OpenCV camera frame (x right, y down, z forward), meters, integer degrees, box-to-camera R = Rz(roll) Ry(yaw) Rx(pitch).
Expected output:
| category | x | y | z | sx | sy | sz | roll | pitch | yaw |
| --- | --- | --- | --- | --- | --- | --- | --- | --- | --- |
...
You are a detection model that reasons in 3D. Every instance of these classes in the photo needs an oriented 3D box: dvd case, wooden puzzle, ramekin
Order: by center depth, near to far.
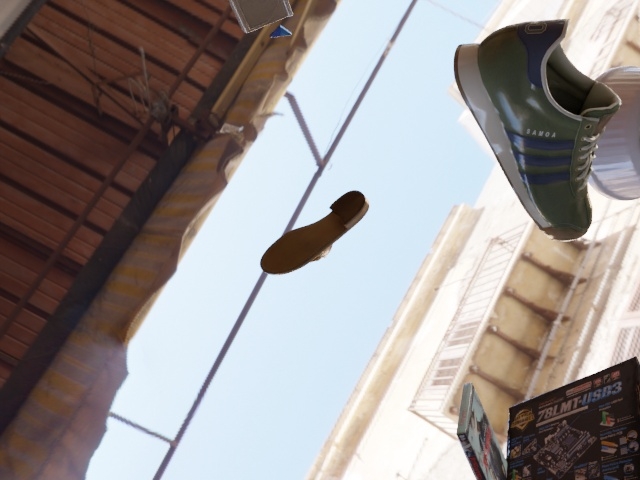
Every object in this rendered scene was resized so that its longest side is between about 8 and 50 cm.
| category | x | y | z | sx | sy | sz | roll | pitch | yaw |
| --- | --- | --- | --- | --- | --- | --- | --- | --- | --- |
| dvd case | 0.180 | 0.231 | 0.671 | 0.119 | 0.013 | 0.087 | 64 | -154 | -14 |
| wooden puzzle | -0.079 | -0.311 | 0.795 | 0.078 | 0.116 | 0.014 | -13 | -121 | 1 |
| ramekin | 0.644 | -0.213 | 1.198 | 0.272 | 0.127 | 0.273 | -2 | -85 | -23 |

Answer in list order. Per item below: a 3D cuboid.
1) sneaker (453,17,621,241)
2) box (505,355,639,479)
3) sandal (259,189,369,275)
| category | x | y | z | sx | sy | sz | roll | pitch | yaw |
| --- | --- | --- | --- | --- | --- | --- | --- | --- | --- |
| sneaker | 0.180 | -0.077 | 0.451 | 0.192 | 0.086 | 0.064 | 51 | -133 | -24 |
| box | 0.426 | 0.372 | 0.994 | 0.073 | 0.295 | 0.293 | 33 | -133 | -13 |
| sandal | 0.003 | 0.004 | 1.167 | 0.240 | 0.079 | 0.088 | -37 | -128 | 6 |
